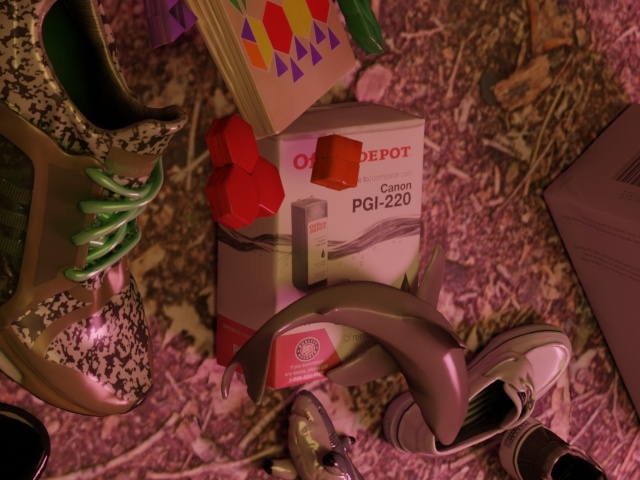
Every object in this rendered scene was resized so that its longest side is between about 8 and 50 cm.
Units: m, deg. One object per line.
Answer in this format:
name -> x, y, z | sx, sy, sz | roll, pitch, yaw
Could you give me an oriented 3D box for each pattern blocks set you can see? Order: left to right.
pattern blocks set -> -0.039, -0.165, 1.297 | 0.325, 0.026, 0.285 | -33, 106, -60

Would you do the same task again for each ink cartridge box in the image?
ink cartridge box -> 0.000, 0.000, 1.451 | 0.158, 0.092, 0.218 | -9, 106, -36

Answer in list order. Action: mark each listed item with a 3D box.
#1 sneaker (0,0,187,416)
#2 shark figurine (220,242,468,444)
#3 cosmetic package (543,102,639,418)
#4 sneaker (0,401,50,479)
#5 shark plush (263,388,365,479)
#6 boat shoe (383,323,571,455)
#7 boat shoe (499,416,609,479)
sneaker -> -0.174, -0.044, 1.220 | 0.158, 0.182, 0.410 | -50, 132, -47
shark figurine -> 0.054, 0.078, 1.385 | 0.278, 0.116, 0.166 | 15, 93, -42
cosmetic package -> 0.397, 0.075, 1.697 | 0.156, 0.217, 0.385 | -42, 126, -20
sneaker -> -0.317, 0.166, 1.179 | 0.315, 0.182, 0.127 | -15, 85, -37
shark plush -> 0.023, 0.200, 1.550 | 0.161, 0.073, 0.067 | 37, 49, -33
boat shoe -> 0.167, 0.151, 1.629 | 0.226, 0.076, 0.083 | -28, 118, -28
boat shoe -> 0.249, 0.248, 1.707 | 0.078, 0.070, 0.219 | -56, 140, -7
